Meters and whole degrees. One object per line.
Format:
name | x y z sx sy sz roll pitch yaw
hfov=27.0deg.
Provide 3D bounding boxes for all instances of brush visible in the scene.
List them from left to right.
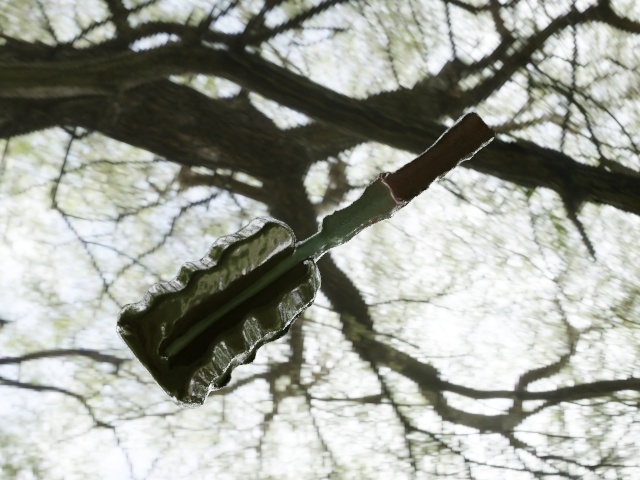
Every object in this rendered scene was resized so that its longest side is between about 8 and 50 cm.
brush | 0.000 0.000 0.918 0.301 0.071 0.084 -36 -98 -16
